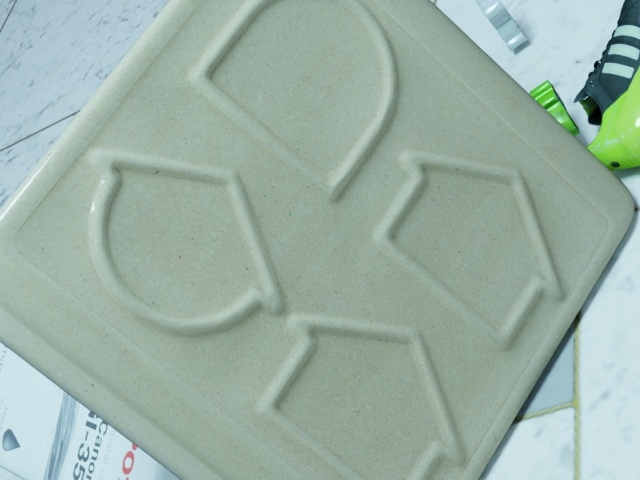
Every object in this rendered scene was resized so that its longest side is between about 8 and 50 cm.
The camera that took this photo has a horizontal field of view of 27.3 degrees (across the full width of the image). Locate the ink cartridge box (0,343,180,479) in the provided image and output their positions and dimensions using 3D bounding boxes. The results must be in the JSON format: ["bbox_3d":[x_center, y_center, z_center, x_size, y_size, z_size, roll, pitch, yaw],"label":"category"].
[{"bbox_3d":[-0.128,0.085,0.937,0.283,0.117,0.207,10,82,51],"label":"ink cartridge box"}]

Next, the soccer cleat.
[{"bbox_3d":[0.218,-0.123,0.935,0.072,0.060,0.179,-18,42,35],"label":"soccer cleat"}]

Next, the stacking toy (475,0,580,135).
[{"bbox_3d":[0.103,-0.094,1.036,0.167,0.052,0.221,-35,34,14],"label":"stacking toy"}]

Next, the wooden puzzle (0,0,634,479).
[{"bbox_3d":[0.000,0.000,0.795,0.348,0.322,0.080,-56,17,-24],"label":"wooden puzzle"}]
